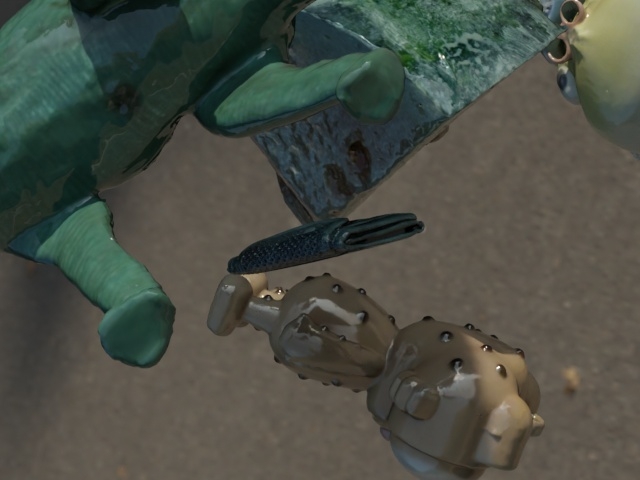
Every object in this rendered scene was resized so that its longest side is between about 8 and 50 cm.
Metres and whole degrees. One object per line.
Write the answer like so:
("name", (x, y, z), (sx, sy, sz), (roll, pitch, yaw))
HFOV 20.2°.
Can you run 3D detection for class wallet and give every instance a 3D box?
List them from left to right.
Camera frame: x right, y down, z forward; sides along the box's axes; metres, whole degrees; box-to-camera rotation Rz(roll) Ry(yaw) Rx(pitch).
("wallet", (0.000, 0.000, 1.274), (0.129, 0.088, 0.026), (-11, 94, 48))

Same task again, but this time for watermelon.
("watermelon", (0.017, -0.123, 1.475), (0.387, 0.228, 0.258), (22, 122, 42))

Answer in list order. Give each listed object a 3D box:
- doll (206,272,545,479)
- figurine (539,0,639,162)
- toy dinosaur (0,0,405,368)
("doll", (0.047, 0.097, 1.420), (0.278, 0.154, 0.119), (25, 102, 20))
("figurine", (0.277, -0.234, 1.799), (0.394, 0.274, 0.227), (33, 115, 34))
("toy dinosaur", (-0.099, -0.089, 0.784), (0.383, 0.129, 0.331), (-41, 25, 3))
